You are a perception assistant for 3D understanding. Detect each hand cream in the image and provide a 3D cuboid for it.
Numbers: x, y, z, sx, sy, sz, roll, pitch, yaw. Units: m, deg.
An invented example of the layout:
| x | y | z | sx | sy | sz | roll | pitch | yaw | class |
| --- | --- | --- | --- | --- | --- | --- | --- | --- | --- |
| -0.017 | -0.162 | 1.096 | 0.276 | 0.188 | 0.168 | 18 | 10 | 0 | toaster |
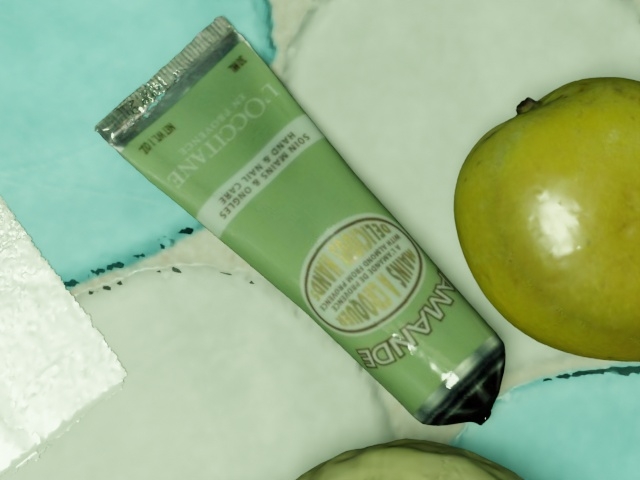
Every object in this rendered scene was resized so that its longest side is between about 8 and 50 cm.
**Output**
| x | y | z | sx | sy | sz | roll | pitch | yaw | class |
| --- | --- | --- | --- | --- | --- | --- | --- | --- | --- |
| 0.000 | 0.000 | 0.931 | 0.086 | 0.055 | 0.235 | -42 | 83 | -11 | hand cream |

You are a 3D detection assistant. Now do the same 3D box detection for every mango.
| x | y | z | sx | sy | sz | roll | pitch | yaw | class |
| --- | --- | --- | --- | --- | --- | --- | --- | --- | --- |
| 0.159 | -0.002 | 0.927 | 0.195 | 0.098 | 0.137 | 23 | 80 | -11 | mango |

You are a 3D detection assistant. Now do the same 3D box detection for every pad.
| x | y | z | sx | sy | sz | roll | pitch | yaw | class |
| --- | --- | --- | --- | --- | --- | --- | --- | --- | --- |
| -0.218 | 0.022 | 0.924 | 0.156 | 0.004 | 0.232 | -36 | 89 | -9 | pad |

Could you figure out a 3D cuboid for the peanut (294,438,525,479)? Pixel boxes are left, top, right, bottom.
| x | y | z | sx | sy | sz | roll | pitch | yaw | class |
| --- | --- | --- | --- | --- | --- | --- | --- | --- | --- |
| 0.014 | 0.171 | 0.873 | 0.291 | 0.143 | 0.159 | -4 | 51 | -2 | peanut |
